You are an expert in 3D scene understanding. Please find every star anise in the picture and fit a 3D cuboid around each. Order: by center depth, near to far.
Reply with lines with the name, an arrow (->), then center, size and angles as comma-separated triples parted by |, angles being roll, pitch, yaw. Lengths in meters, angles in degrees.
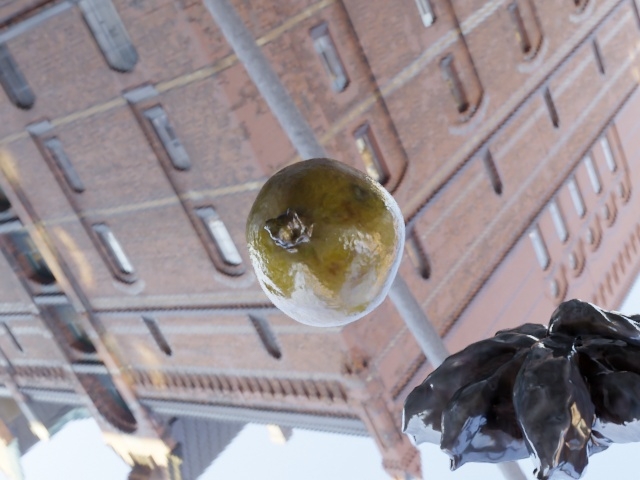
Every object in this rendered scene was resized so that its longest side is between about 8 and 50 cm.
star anise -> 0.224, 0.114, 0.743 | 0.316, 0.139, 0.359 | -8, -178, 22

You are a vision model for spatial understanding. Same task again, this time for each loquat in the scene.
loquat -> 0.000, 0.000, 1.043 | 0.213, 0.213, 0.246 | -18, 167, 20
